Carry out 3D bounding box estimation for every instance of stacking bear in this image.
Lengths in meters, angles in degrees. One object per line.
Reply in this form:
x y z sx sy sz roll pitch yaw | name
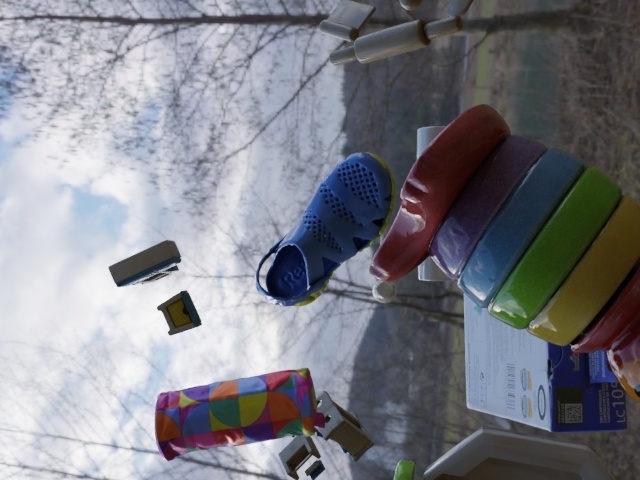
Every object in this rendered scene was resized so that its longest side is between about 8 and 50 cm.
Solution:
0.214 0.025 0.570 0.164 0.289 0.175 -43 -18 -34 | stacking bear

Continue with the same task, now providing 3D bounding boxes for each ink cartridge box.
0.409 0.199 1.247 0.395 0.151 0.270 146 125 -77 | ink cartridge box

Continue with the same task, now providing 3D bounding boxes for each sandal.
0.000 0.000 1.065 0.317 0.126 0.138 -56 -16 25 | sandal

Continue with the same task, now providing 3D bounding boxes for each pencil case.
-0.114 0.247 0.965 0.104 0.236 0.104 173 90 -89 | pencil case

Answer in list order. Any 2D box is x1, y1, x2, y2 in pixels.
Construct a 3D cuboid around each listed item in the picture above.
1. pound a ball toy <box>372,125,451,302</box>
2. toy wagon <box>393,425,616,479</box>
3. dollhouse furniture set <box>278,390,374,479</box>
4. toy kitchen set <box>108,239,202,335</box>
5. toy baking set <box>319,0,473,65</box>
0.199 -0.041 1.233 0.136 0.208 0.319 -8 -82 -85 | pound a ball toy
0.197 0.374 0.698 0.068 0.267 0.344 18 -101 -75 | toy wagon
0.005 0.491 1.663 0.129 0.183 0.129 44 -177 -31 | dollhouse furniture set
-0.291 0.100 1.328 0.207 0.122 0.166 18 -133 -85 | toy kitchen set
0.105 -0.292 0.753 0.030 0.256 0.197 30 -113 -48 | toy baking set
